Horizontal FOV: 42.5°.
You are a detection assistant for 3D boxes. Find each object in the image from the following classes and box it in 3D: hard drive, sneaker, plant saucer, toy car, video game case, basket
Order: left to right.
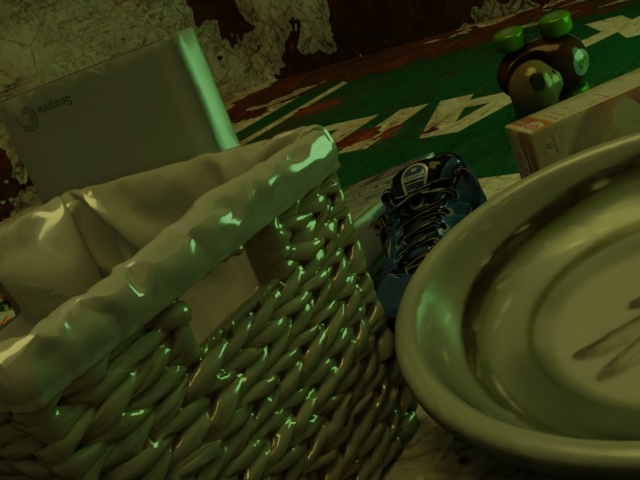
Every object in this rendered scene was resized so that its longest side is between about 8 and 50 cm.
[{"bbox_3d":[-0.153,0.113,0.617,0.331,0.267,0.328,-8,22,35],"label":"basket"},{"bbox_3d":[-0.151,0.001,0.797,0.232,0.353,0.047,-11,19,31],"label":"hard drive"},{"bbox_3d":[0.000,0.000,1.043,0.269,0.061,0.244,-20,15,41],"label":"video game case"},{"bbox_3d":[0.104,0.000,0.846,0.129,0.147,0.330,-14,20,22],"label":"sneaker"},{"bbox_3d":[0.357,-0.250,1.304,0.148,0.155,0.188,-16,28,18],"label":"toy car"},{"bbox_3d":[0.254,0.042,0.585,0.400,0.101,0.400,-23,23,10],"label":"plant saucer"}]

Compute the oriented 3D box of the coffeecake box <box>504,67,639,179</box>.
[{"bbox_3d":[0.308,-0.087,0.869,0.185,0.142,0.068,-24,17,-4],"label":"coffeecake box"}]

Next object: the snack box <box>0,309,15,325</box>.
[{"bbox_3d":[-0.402,0.168,1.000,0.321,0.060,0.187,-12,37,26],"label":"snack box"}]

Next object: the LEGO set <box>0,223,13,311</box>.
[{"bbox_3d":[-0.469,0.116,1.258,0.107,0.132,0.287,-34,44,15],"label":"LEGO set"}]
